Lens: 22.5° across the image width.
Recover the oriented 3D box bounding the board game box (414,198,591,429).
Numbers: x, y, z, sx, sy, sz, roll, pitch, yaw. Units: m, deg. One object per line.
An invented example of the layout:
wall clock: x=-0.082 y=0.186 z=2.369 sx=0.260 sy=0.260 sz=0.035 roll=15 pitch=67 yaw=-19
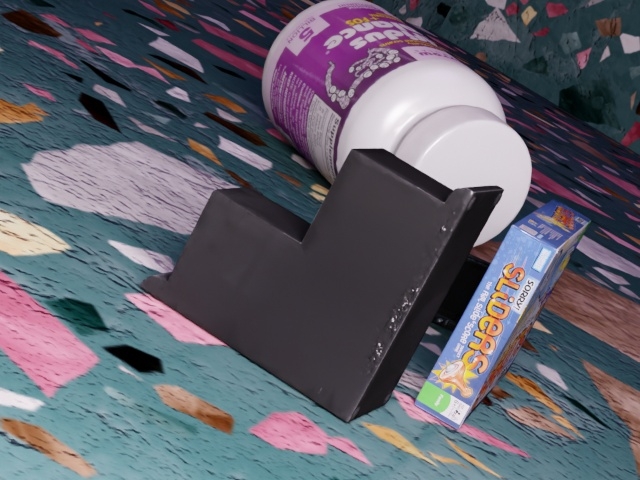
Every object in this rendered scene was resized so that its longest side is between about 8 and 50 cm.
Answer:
board game box: x=0.130 y=0.045 z=1.109 sx=0.035 sy=0.136 sz=0.201 roll=30 pitch=14 yaw=11

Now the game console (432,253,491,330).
game console: x=0.067 y=0.015 z=1.242 sx=0.122 sy=0.071 sz=0.107 roll=23 pitch=14 yaw=-22

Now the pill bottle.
pill bottle: x=0.072 y=-0.110 z=1.516 sx=0.169 sy=0.169 sz=0.301 roll=20 pitch=15 yaw=-33

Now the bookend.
bookend: x=0.000 y=0.000 z=0.970 sx=0.157 sy=0.156 sz=0.072 roll=31 pitch=13 yaw=16
